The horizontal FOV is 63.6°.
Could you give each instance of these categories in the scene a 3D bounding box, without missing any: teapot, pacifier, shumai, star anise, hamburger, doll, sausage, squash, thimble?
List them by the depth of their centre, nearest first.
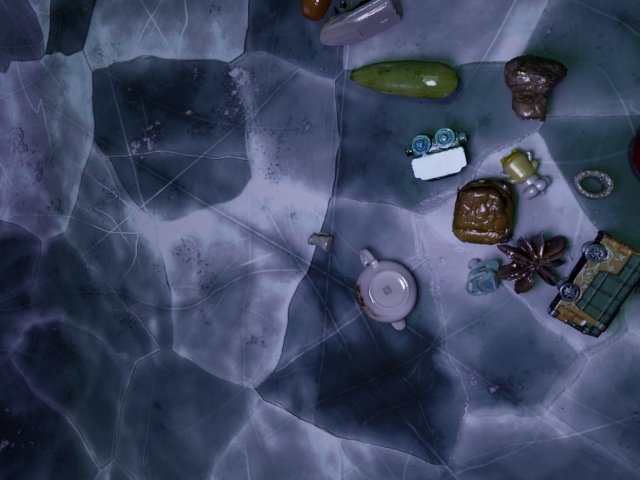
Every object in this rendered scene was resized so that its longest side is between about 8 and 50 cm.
[{"bbox_3d":[0.777,-0.162,1.476,0.110,0.062,0.085,32,105,17],"label":"thimble"},{"bbox_3d":[0.598,-0.430,1.479,0.166,0.206,0.176,24,125,26],"label":"shumai"},{"bbox_3d":[0.630,0.063,1.524,0.236,0.093,0.229,-40,109,7],"label":"star anise"},{"bbox_3d":[0.612,-0.197,1.546,0.106,0.062,0.163,-39,77,18],"label":"doll"},{"bbox_3d":[0.494,-0.087,1.573,0.183,0.130,0.206,7,99,25],"label":"hamburger"},{"bbox_3d":[0.493,0.105,1.605,0.126,0.150,0.117,-35,41,4],"label":"pacifier"},{"bbox_3d":[0.255,-0.519,1.648,0.370,0.118,0.119,14,100,24],"label":"squash"},{"bbox_3d":[0.212,0.158,1.714,0.204,0.139,0.298,-22,82,-3],"label":"teapot"},{"bbox_3d":[0.024,-0.868,1.727,0.109,0.109,0.271,41,111,15],"label":"sausage"},{"bbox_3d":[0.000,0.000,1.837,0.083,0.057,0.067,16,63,25],"label":"teapot"}]

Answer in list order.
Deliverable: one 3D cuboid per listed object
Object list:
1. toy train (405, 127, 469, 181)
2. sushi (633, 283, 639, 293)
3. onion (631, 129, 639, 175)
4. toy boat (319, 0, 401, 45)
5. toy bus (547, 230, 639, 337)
[{"bbox_3d":[0.370,-0.271,1.626,0.197,0.107,0.155,-12,97,24],"label":"toy train"},{"bbox_3d":[0.928,0.066,1.409,0.201,0.139,0.031,-62,38,15],"label":"sushi"},{"bbox_3d":[0.952,-0.235,1.325,0.271,0.195,0.272,10,108,33],"label":"onion"},{"bbox_3d":[0.122,-0.725,1.680,0.269,0.140,0.141,-4,93,26],"label":"toy boat"},{"bbox_3d":[0.779,0.127,1.461,0.167,0.138,0.275,33,104,16],"label":"toy bus"}]
